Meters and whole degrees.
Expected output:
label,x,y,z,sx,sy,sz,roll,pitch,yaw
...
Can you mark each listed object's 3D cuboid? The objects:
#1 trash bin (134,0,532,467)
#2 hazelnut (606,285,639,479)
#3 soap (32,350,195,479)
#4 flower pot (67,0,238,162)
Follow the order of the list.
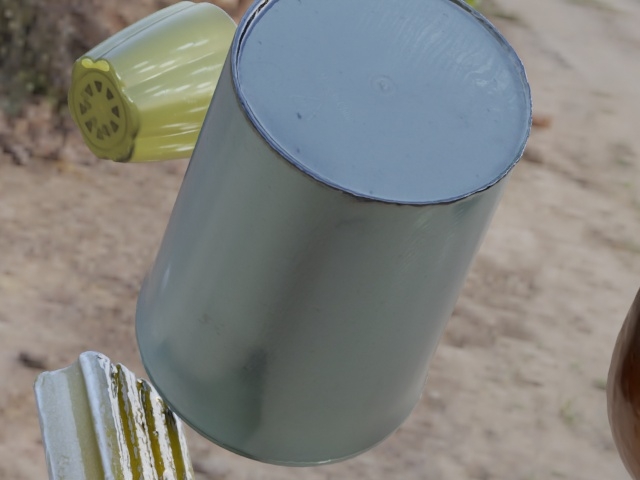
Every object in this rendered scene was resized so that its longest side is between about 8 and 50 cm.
label,x,y,z,sx,sy,sz,roll,pitch,yaw
trash bin,0.000,0.000,1.442,0.280,0.432,0.280,8,53,-10
hazelnut,0.402,0.091,1.383,0.315,0.372,0.372,-1,3,33
soap,-0.175,0.257,1.554,0.089,0.274,0.173,-24,-30,14
flower pot,-0.198,-0.180,2.037,0.195,0.195,0.179,20,33,41
